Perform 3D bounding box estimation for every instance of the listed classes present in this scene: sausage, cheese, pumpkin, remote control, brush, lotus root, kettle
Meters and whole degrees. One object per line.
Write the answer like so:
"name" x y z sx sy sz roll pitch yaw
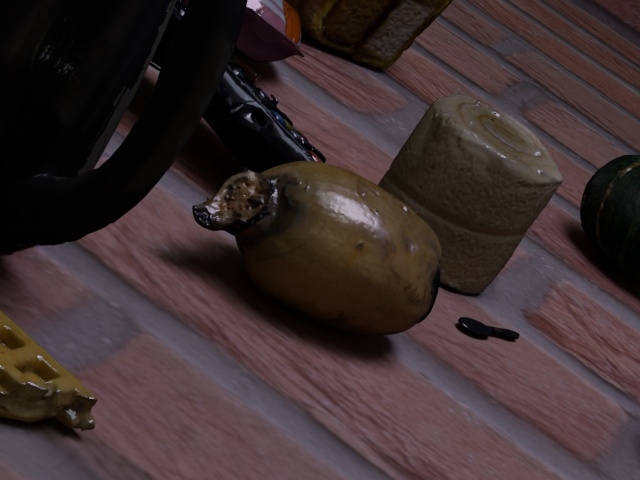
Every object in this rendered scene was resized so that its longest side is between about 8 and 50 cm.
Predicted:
"sausage" -0.099 -0.194 1.801 0.100 0.015 0.015 38 20 14
"cheese" -0.108 -0.260 1.848 0.189 0.074 0.286 37 1 -35
"pumpkin" 0.383 -0.020 1.935 0.190 0.146 0.190 30 21 -13
"remote control" -0.124 -0.168 1.540 0.399 0.062 0.144 48 6 17
"brush" 0.150 0.079 1.537 0.083 0.008 0.024 13 26 -45
"lotus root" 0.000 0.000 1.341 0.221 0.118 0.125 27 3 -23
"kettle" -0.175 -0.163 1.134 0.228 0.324 0.321 9 30 -49

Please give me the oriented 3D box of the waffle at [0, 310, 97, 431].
"waffle" -0.216 0.080 0.943 0.125 0.032 0.191 41 23 15

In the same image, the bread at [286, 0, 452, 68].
"bread" 0.080 -0.315 2.070 0.181 0.222 0.096 27 22 -45

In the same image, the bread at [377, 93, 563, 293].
"bread" 0.131 -0.048 1.615 0.134 0.141 0.148 22 21 -32
